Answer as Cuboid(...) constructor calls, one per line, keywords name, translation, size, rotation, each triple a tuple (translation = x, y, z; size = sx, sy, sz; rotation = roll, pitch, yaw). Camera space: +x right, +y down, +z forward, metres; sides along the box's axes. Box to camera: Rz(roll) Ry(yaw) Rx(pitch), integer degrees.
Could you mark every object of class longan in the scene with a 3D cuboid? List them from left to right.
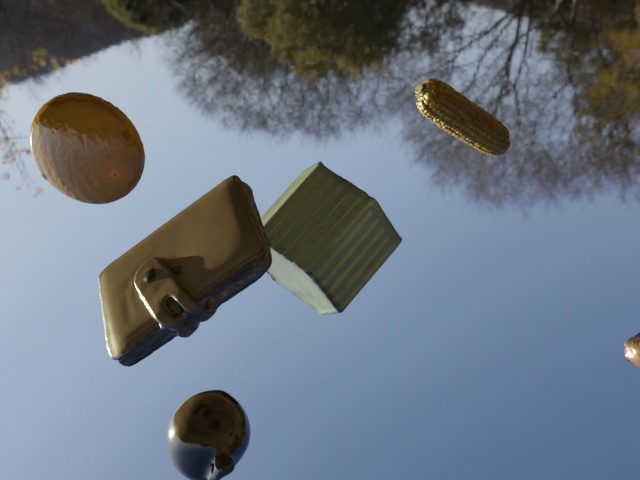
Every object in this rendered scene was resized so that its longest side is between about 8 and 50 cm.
Cuboid(name="longan", translation=(-0.130, 0.236, 0.950), size=(0.106, 0.106, 0.119), rotation=(-7, -145, -22))

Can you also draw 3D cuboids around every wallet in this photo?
Cuboid(name="wallet", translation=(-0.111, 0.022, 0.634), size=(0.153, 0.039, 0.118), rotation=(-34, -136, 8))

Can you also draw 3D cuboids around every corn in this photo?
Cuboid(name="corn", translation=(0.240, -0.205, 1.362), size=(0.207, 0.068, 0.068), rotation=(29, -168, -26))

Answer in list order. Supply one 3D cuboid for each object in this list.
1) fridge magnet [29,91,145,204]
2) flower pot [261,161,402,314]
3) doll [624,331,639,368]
Cuboid(name="fridge magnet", translation=(-0.278, -0.110, 0.966), size=(0.143, 0.143, 0.063), rotation=(6, -152, 8))
Cuboid(name="flower pot", translation=(0.000, 0.000, 1.457), size=(0.239, 0.209, 0.189), rotation=(36, -106, 20))
Cuboid(name="doll", translation=(0.409, 0.131, 0.650), size=(0.303, 0.156, 0.201), rotation=(2, -162, 45))
